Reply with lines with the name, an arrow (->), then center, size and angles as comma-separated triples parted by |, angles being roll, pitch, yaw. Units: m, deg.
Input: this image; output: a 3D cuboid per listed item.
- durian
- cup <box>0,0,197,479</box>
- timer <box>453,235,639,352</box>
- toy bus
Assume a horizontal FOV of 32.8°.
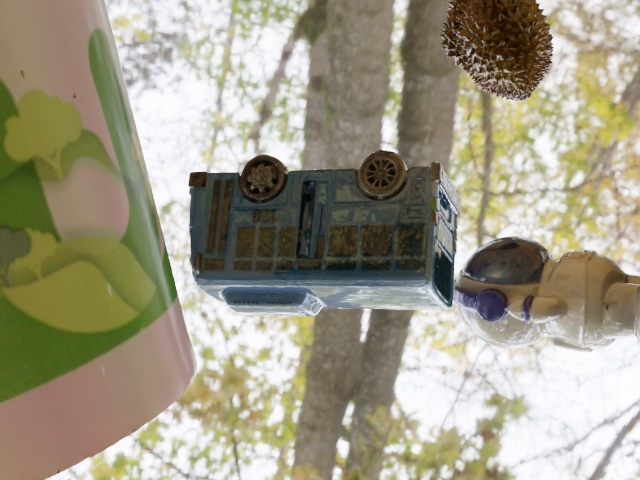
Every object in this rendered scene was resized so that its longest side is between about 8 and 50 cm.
durian -> 0.230, -0.257, 1.397 | 0.168, 0.137, 0.158 | 56, -162, -10
cup -> -0.197, -0.022, 0.551 | 0.253, 0.273, 0.253 | -17, -168, 4
timer -> 0.339, 0.073, 1.267 | 0.384, 0.270, 0.270 | 6, -149, 26
toy bus -> 0.000, 0.000, 0.974 | 0.234, 0.116, 0.133 | -1, -105, 18
